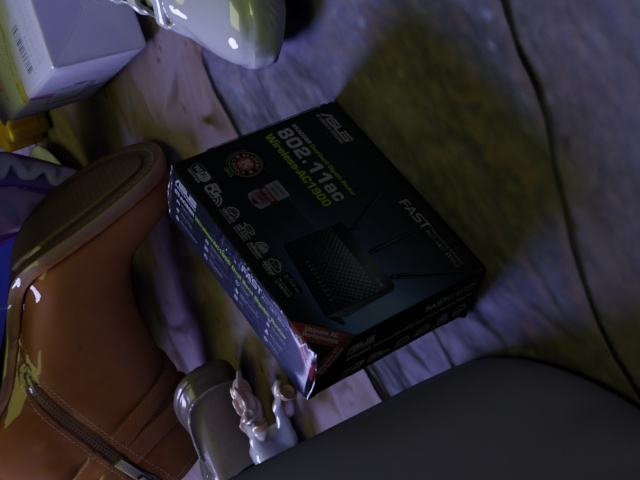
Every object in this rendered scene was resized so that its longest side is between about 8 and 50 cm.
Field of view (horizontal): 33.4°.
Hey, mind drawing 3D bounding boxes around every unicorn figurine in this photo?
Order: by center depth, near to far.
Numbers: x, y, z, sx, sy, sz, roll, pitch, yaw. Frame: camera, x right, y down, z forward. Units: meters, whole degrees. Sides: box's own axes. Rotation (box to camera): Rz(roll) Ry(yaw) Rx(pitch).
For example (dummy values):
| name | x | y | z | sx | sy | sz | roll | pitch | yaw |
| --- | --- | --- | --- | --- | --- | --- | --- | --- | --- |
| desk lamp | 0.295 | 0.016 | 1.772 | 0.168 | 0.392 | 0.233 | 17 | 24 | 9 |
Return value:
| name | x | y | z | sx | sy | sz | roll | pitch | yaw |
| --- | --- | --- | --- | --- | --- | --- | --- | --- | --- |
| unicorn figurine | -0.012 | 0.168 | 0.705 | 0.111 | 0.060 | 0.162 | 98 | 155 | -49 |

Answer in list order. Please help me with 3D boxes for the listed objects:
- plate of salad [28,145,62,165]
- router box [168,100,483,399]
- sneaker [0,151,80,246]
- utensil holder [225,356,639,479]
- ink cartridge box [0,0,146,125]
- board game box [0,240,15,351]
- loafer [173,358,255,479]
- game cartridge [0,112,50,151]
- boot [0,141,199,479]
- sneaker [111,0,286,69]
| name | x | y | z | sx | sy | sz | roll | pitch | yaw |
| --- | --- | --- | --- | --- | --- | --- | --- | --- | --- |
| plate of salad | -0.234 | 0.010 | 0.982 | 0.200 | 0.048 | 0.200 | 42 | 145 | 39 |
| router box | 0.000 | 0.000 | 0.487 | 0.122 | 0.092 | 0.038 | 51 | 150 | 26 |
| sneaker | -0.265 | -0.019 | 0.807 | 0.095 | 0.236 | 0.105 | 11 | 94 | 43 |
| utensil holder | -0.015 | 0.262 | 0.407 | 0.327 | 0.385 | 0.328 | 43 | 146 | 39 |
| ink cartridge box | -0.196 | -0.156 | 0.743 | 0.198 | 0.067 | 0.115 | -12 | 98 | 63 |
| board game box | -0.293 | 0.115 | 1.003 | 0.232 | 0.141 | 0.291 | 45 | 162 | 35 |
| loafer | -0.066 | 0.145 | 0.783 | 0.050 | 0.056 | 0.148 | 41 | 155 | 39 |
| game cartridge | -0.356 | -0.257 | 0.989 | 0.285 | 0.052 | 0.324 | 27 | 137 | 52 |
| boot | -0.149 | 0.084 | 0.790 | 0.220 | 0.283 | 0.109 | 39 | -173 | -25 |
| sneaker | -0.102 | -0.144 | 0.551 | 0.212 | 0.094 | 0.080 | 45 | 146 | 35 |
